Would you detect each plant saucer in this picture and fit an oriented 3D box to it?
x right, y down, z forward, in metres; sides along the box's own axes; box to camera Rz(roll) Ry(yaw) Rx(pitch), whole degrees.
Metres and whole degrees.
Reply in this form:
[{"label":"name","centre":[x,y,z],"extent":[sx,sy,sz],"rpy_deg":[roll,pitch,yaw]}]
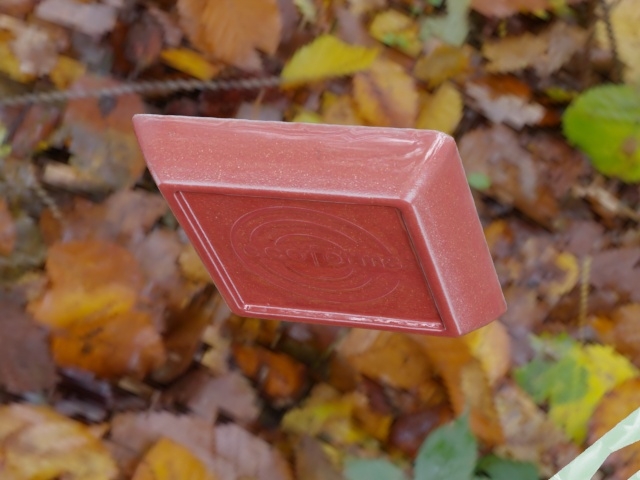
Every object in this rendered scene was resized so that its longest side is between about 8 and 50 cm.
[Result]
[{"label":"plant saucer","centre":[0.000,0.000,1.298],"extent":[0.258,0.259,0.048],"rpy_deg":[5,58,20]}]

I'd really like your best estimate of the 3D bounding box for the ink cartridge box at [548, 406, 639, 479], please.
[{"label":"ink cartridge box","centre":[0.326,0.273,1.465],"extent":[0.235,0.171,0.056],"rpy_deg":[49,10,0]}]
